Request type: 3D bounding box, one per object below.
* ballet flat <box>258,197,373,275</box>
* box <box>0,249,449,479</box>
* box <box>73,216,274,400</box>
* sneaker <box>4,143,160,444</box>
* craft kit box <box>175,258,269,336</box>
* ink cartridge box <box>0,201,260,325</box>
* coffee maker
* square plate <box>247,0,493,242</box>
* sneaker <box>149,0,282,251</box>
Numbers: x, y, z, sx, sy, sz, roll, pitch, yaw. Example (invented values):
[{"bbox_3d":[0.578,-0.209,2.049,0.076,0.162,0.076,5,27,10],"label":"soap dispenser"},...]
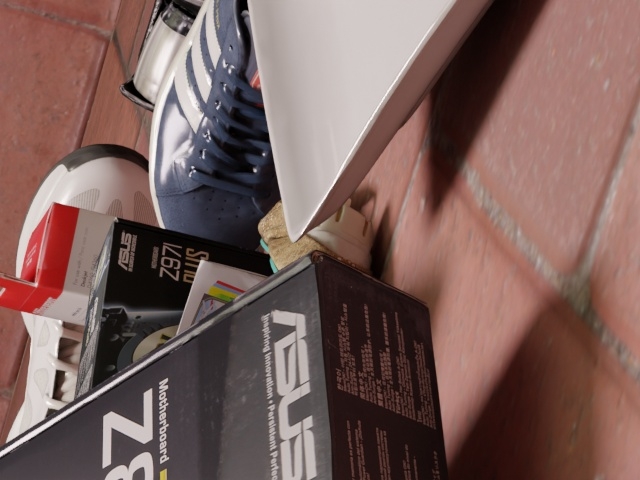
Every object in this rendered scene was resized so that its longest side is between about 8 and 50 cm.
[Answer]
[{"bbox_3d":[0.000,0.000,1.303,0.067,0.073,0.206,-60,19,7],"label":"ballet flat"},{"bbox_3d":[-0.066,0.247,0.927,0.318,0.097,0.395,-31,49,34],"label":"box"},{"bbox_3d":[-0.107,0.089,1.470,0.077,0.147,0.180,120,160,-50],"label":"box"},{"bbox_3d":[-0.212,0.144,1.899,0.257,0.169,0.447,-131,48,-63],"label":"sneaker"},{"bbox_3d":[-0.069,0.154,1.225,0.250,0.061,0.246,62,-133,-77],"label":"craft kit box"},{"bbox_3d":[-0.182,0.030,1.651,0.134,0.231,0.078,145,137,-70],"label":"ink cartridge box"},{"bbox_3d":[-0.117,-0.226,1.888,0.171,0.120,0.178,-100,28,-61],"label":"coffee maker"},{"bbox_3d":[0.056,-0.224,1.201,0.347,0.049,0.344,-55,31,36],"label":"square plate"},{"bbox_3d":[-0.045,-0.124,1.478,0.148,0.131,0.350,-117,40,-65],"label":"sneaker"}]
